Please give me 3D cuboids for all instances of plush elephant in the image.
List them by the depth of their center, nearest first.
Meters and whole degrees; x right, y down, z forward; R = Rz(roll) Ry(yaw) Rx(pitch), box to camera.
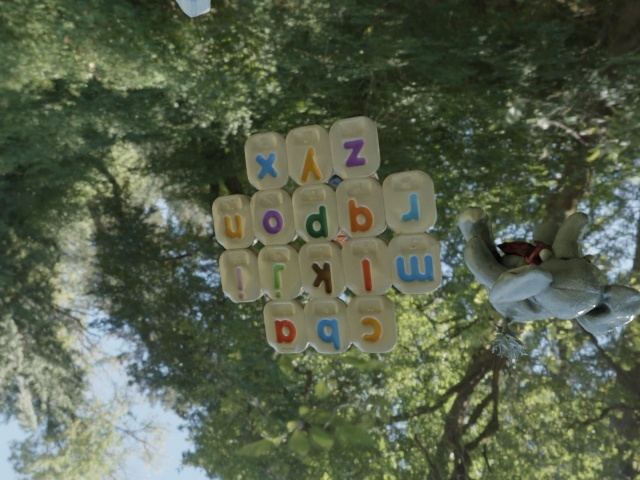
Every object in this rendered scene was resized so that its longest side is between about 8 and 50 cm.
[{"bbox_3d":[0.430,0.060,0.981,0.272,0.329,0.255,15,160,-14],"label":"plush elephant"}]

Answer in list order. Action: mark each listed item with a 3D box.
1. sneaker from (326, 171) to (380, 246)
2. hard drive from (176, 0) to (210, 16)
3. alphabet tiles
[{"bbox_3d":[0.051,-0.081,0.856,0.099,0.262,0.121,-2,-119,-2],"label":"sneaker"},{"bbox_3d":[-0.201,-0.482,0.615,0.047,0.233,0.353,-30,172,-21],"label":"hard drive"},{"bbox_3d":[0.000,0.000,0.628,0.284,0.277,0.021,-5,-175,21],"label":"alphabet tiles"}]
